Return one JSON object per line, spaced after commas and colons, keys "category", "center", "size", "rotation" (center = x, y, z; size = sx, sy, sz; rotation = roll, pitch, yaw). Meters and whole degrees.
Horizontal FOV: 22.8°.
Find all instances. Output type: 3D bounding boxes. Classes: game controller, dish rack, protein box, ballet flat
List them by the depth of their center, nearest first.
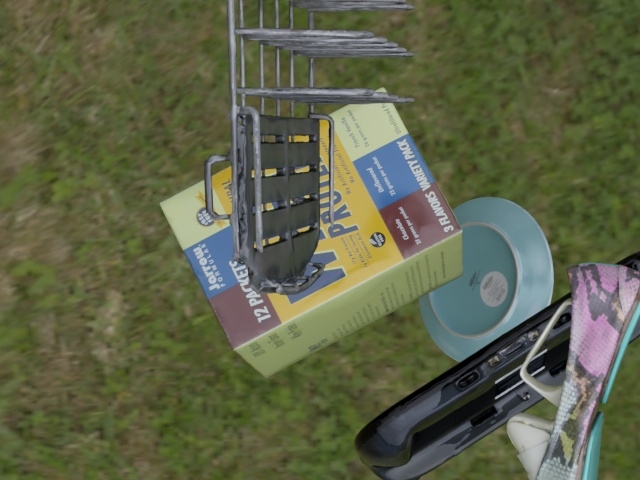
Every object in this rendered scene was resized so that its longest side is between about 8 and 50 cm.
{"category": "dish rack", "center": [0.003, -0.113, 0.679], "size": [0.074, 0.208, 0.272], "rotation": [1, 94, 11]}
{"category": "ballet flat", "center": [0.185, 0.121, 1.192], "size": [0.079, 0.077, 0.221], "rotation": [15, 101, 14]}
{"category": "protein box", "center": [0.000, 0.000, 1.327], "size": [0.201, 0.200, 0.136], "rotation": [-28, 78, 0]}
{"category": "game controller", "center": [0.171, 0.113, 1.434], "size": [0.319, 0.166, 0.067], "rotation": [-32, 64, -5]}

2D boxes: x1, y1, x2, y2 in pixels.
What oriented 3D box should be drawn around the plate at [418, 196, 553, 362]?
{"category": "plate", "center": [0.172, 0.044, 1.734], "size": [0.024, 0.188, 0.188], "rotation": [9, 78, -45]}
